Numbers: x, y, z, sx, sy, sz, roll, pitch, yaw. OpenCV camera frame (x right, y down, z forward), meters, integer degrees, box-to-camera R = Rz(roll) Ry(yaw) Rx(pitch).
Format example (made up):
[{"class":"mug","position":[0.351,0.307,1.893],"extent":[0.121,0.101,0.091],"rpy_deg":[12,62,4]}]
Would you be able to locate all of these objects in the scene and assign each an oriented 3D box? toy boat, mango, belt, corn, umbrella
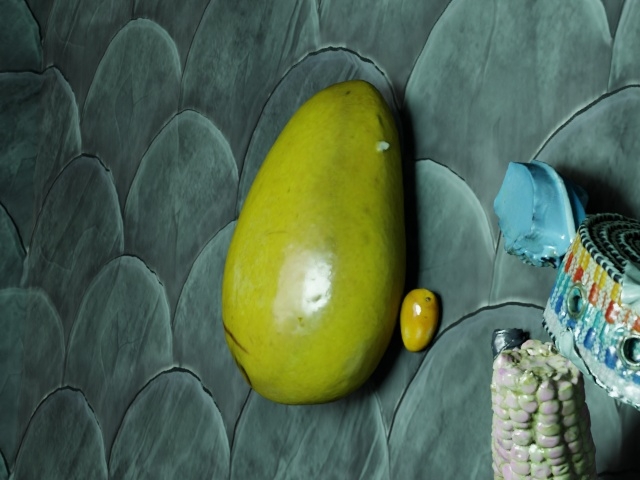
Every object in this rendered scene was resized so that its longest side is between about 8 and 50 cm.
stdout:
[{"class":"toy boat","position":[0.264,-0.025,1.977],"extent":[0.238,0.098,0.109],"rpy_deg":[-99,26,-75]},{"class":"mango","position":[0.127,0.105,2.283],"extent":[0.060,0.046,0.089],"rpy_deg":[-128,42,-54]},{"class":"belt","position":[0.343,0.076,1.770],"extent":[0.257,0.207,0.150],"rpy_deg":[49,126,54]},{"class":"corn","position":[0.237,0.249,1.865],"extent":[0.126,0.127,0.335],"rpy_deg":[45,153,54]},{"class":"mango","position":[0.000,0.000,2.352],"extent":[0.301,0.221,0.445],"rpy_deg":[-168,88,-67]},{"class":"umbrella","position":[0.223,0.197,2.090],"extent":[0.050,0.046,0.188],"rpy_deg":[56,-144,-77]}]
